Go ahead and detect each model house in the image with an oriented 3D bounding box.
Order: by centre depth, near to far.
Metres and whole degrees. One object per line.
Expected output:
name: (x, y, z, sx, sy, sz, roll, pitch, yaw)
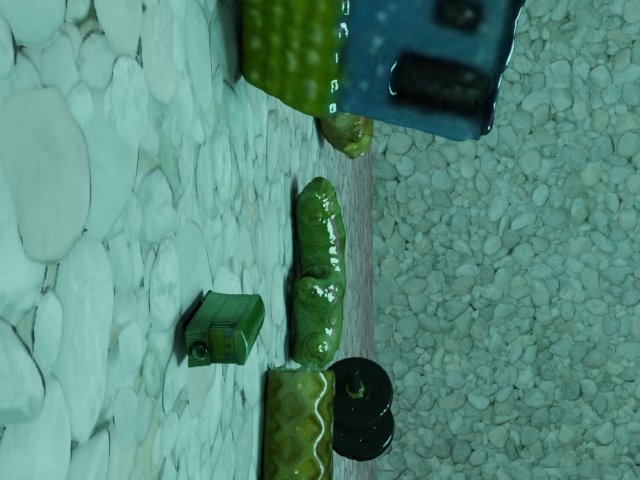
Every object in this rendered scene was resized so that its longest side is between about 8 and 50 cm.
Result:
model house: (0.050, -0.260, 0.743, 0.215, 0.303, 0.237, -66, 167, -54)

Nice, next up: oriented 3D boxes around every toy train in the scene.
toy train: (-0.080, 0.072, 0.618, 0.093, 0.056, 0.038, -69, 156, -71)

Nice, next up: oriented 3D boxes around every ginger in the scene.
ginger: (-0.002, 0.051, 1.104, 0.137, 0.089, 0.290, 40, 51, -56)
ginger: (0.046, -0.234, 1.397, 0.216, 0.102, 0.157, 56, 11, -71)

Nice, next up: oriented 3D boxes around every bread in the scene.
bread: (-0.027, 0.286, 0.909, 0.087, 0.098, 0.269, 10, 78, -40)

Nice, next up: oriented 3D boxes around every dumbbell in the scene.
dumbbell: (0.071, 0.328, 1.425, 0.325, 0.143, 0.143, 80, 12, -52)
